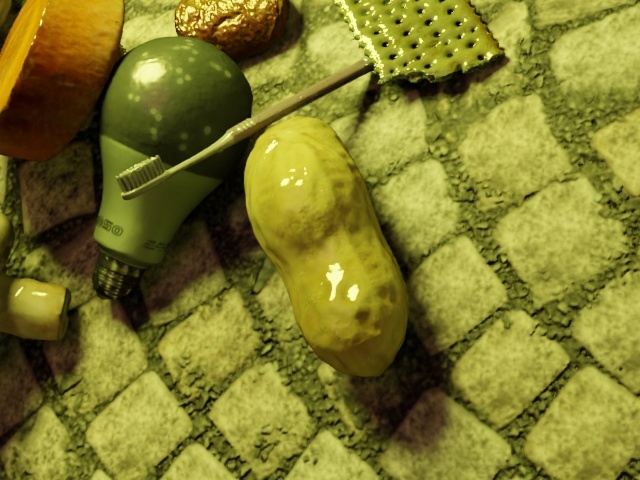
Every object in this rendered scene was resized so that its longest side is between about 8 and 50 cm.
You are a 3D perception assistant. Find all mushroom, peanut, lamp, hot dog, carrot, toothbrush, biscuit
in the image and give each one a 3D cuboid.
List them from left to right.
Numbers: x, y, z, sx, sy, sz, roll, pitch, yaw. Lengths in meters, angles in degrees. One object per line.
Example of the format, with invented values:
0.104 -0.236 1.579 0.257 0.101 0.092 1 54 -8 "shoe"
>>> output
-0.411 0.056 1.633 0.206 0.209 0.206 0 90 62 "mushroom"
-0.337 -0.218 1.645 0.258 0.100 0.307 -65 27 1 "carrot"
-0.181 -0.080 1.570 0.182 0.182 0.314 9 82 30 "lamp"
-0.105 -0.274 1.676 0.147 0.065 0.099 -16 61 7 "hot dog"
-0.073 -0.134 1.516 0.354 0.029 0.024 -30 26 -24 "toothbrush"
0.000 0.000 1.452 0.147 0.147 0.319 -27 59 14 "peanut"
0.104 -0.251 1.574 0.144 0.016 0.203 -26 58 -1 "biscuit"

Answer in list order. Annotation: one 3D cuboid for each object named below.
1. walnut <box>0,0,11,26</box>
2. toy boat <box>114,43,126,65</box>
-0.592 -0.334 1.778 0.381 0.381 0.381 -11 64 23 "walnut"
-0.312 -0.220 1.764 0.149 0.047 0.049 -7 65 29 "toy boat"
